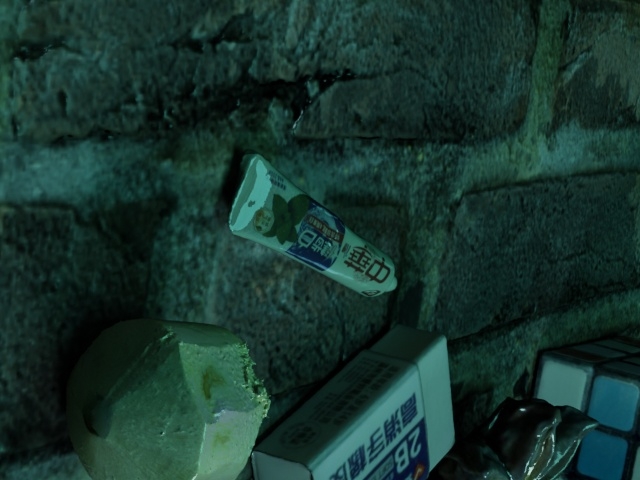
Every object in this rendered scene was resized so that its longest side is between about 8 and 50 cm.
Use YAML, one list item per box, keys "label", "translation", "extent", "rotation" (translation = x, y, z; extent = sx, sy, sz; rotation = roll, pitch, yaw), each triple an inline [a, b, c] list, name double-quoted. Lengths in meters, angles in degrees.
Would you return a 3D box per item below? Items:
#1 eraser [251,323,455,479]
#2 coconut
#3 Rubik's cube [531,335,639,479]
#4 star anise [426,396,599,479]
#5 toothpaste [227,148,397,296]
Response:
- label: "eraser"
  translation: [0.035, 0.173, 1.108]
  extent: [0.210, 0.068, 0.124]
  rotation: [-38, 129, -44]
- label: "coconut"
  translation: [-0.100, 0.105, 0.837]
  extent: [0.122, 0.116, 0.116]
  rotation: [3, 99, -61]
- label: "Rubik's cube"
  translation: [0.384, 0.263, 1.500]
  extent: [0.259, 0.253, 0.256]
  rotation: [1, 101, -55]
- label: "star anise"
  translation: [0.156, 0.240, 1.284]
  extent: [0.236, 0.109, 0.223]
  rotation: [20, 98, -55]
- label: "toothpaste"
  translation: [0.000, 0.000, 1.021]
  extent: [0.233, 0.038, 0.060]
  rotation: [32, 73, -53]
